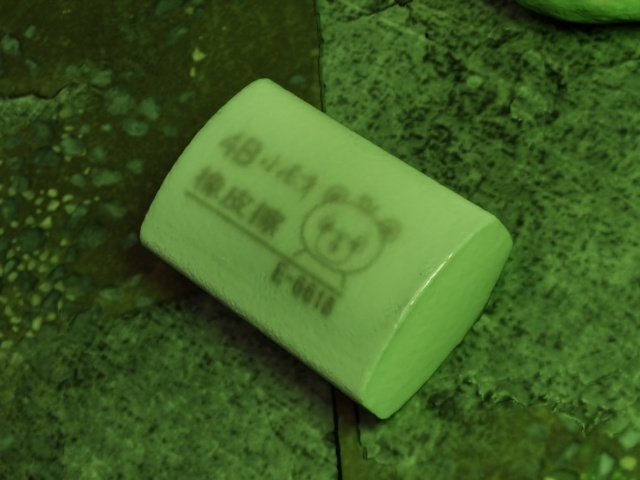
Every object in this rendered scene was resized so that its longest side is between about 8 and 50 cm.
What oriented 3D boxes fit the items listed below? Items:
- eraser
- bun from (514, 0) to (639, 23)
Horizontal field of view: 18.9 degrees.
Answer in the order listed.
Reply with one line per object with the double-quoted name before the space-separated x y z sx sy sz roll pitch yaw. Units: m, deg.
"eraser" 0.000 0.000 1.513 0.270 0.095 0.174 34 84 37
"bun" 0.244 -0.313 1.517 0.283 0.179 0.283 -11 58 18
